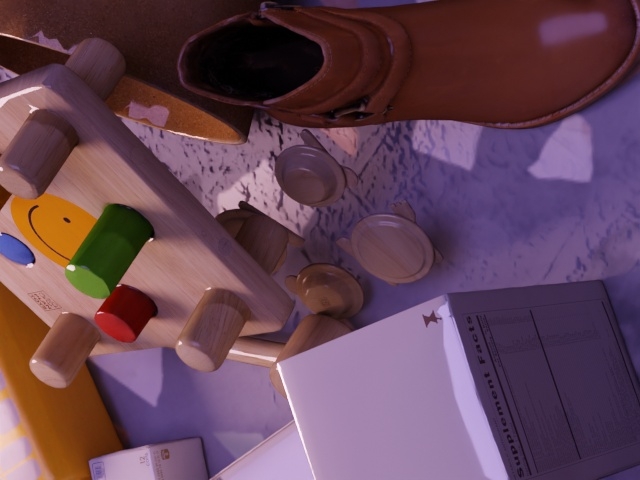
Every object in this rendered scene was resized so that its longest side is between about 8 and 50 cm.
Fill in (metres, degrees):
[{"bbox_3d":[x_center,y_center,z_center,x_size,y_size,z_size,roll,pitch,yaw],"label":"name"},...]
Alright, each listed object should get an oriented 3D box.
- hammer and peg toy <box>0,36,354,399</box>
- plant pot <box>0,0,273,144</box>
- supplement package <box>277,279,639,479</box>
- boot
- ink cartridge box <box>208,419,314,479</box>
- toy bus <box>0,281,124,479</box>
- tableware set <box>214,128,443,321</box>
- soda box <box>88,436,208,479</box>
[{"bbox_3d":[-0.152,0.028,1.177,0.266,0.361,0.127,-10,42,45],"label":"hammer and peg toy"},{"bbox_3d":[-0.129,-0.233,1.227,0.237,0.237,0.254,15,83,31],"label":"plant pot"},{"bbox_3d":[0.106,0.113,1.050,0.134,0.244,0.139,-24,77,30],"label":"supplement package"},{"bbox_3d":[0.062,-0.135,1.089,0.283,0.220,0.109,-1,90,32],"label":"boot"},{"bbox_3d":[-0.026,0.270,1.164,0.283,0.117,0.207,-36,78,11],"label":"ink cartridge box"},{"bbox_3d":[-0.269,0.142,1.371,0.130,0.108,0.333,-35,72,26],"label":"toy bus"},{"bbox_3d":[0.000,0.000,1.191,0.141,0.020,0.168,40,132,-12],"label":"tableware set"},{"bbox_3d":[-0.125,0.275,1.299,0.069,0.074,0.216,-15,83,31],"label":"soda box"}]
